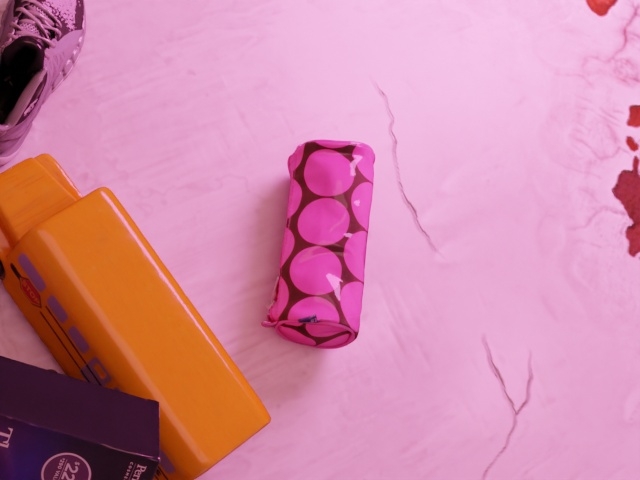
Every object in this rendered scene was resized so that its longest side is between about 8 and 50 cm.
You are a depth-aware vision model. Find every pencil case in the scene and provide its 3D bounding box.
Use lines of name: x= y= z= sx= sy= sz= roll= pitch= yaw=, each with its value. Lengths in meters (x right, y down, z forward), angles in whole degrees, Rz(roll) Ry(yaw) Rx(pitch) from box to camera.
pencil case: x=0.000 y=0.000 z=1.441 sx=0.098 sy=0.095 sz=0.209 roll=7 pitch=69 yaw=-1

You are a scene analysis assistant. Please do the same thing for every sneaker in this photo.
sneaker: x=-0.274 y=-0.185 z=1.367 sx=0.086 sy=0.132 sz=0.228 roll=23 pitch=68 yaw=-13

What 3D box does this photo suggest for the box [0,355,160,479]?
box: x=-0.262 y=0.239 z=1.183 sx=0.184 sy=0.103 sz=0.261 roll=17 pitch=110 yaw=-17

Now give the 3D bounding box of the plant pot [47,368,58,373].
plant pot: x=-0.271 y=0.172 z=1.280 sx=0.109 sy=0.096 sz=0.109 roll=-14 pitch=79 yaw=-23

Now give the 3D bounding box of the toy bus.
toy bus: x=-0.195 y=0.069 z=1.317 sx=0.108 sy=0.130 sz=0.332 roll=-35 pitch=88 yaw=-30
